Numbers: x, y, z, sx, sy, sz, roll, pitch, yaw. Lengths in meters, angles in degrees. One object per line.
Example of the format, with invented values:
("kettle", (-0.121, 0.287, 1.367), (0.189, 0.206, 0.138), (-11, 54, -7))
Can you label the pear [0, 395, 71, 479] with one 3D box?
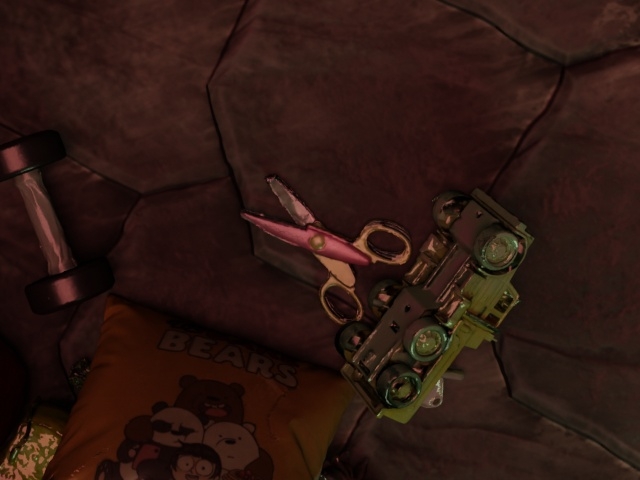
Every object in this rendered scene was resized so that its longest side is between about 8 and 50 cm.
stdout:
("pear", (-0.272, 0.327, 1.474), (0.255, 0.164, 0.238), (28, 91, -6))

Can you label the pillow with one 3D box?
("pillow", (-0.128, 0.213, 1.394), (0.310, 0.312, 0.119), (15, 135, 2))

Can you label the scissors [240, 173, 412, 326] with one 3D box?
("scissors", (0.000, 0.000, 1.468), (0.187, 0.020, 0.133), (35, 96, -4))

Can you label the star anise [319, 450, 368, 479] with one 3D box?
("star anise", (-0.049, 0.317, 1.490), (0.227, 0.148, 0.218), (-20, 133, 33))

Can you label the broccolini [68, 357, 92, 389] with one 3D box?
("broccolini", (-0.224, 0.168, 1.512), (0.140, 0.030, 0.035), (14, 64, -3))

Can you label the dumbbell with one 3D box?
("dumbbell", (-0.306, -0.021, 1.446), (0.100, 0.100, 0.191), (-19, 97, 7))

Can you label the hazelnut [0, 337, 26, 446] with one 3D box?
("hazelnut", (-0.427, 0.175, 1.455), (0.208, 0.208, 0.208), (1, 99, 4))

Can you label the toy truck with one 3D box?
("toy truck", (0.141, 0.075, 1.434), (0.135, 0.128, 0.259), (25, 102, -32))
